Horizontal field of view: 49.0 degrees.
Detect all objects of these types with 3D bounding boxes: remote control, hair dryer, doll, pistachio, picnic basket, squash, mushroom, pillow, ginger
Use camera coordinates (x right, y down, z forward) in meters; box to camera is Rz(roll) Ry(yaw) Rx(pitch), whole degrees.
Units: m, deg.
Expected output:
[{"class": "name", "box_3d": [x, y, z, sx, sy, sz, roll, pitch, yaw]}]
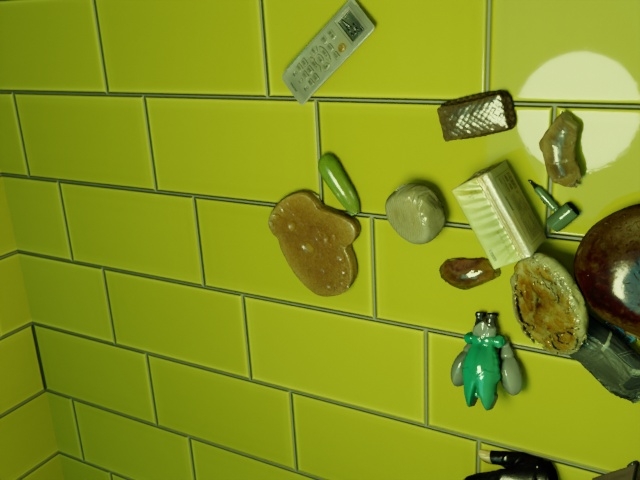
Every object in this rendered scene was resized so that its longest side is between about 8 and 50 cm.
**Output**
[{"class": "remote control", "box_3d": [0.021, -0.511, 1.930, 0.313, 0.055, 0.109, -41, 78, 31]}, {"class": "hair dryer", "box_3d": [0.573, -0.099, 1.759, 0.150, 0.047, 0.071, 53, 124, 17]}, {"class": "doll", "box_3d": [0.470, 0.337, 1.932, 0.195, 0.153, 0.258, 36, 107, 37]}, {"class": "pistachio", "box_3d": [0.403, 0.095, 1.923, 0.173, 0.049, 0.089, -2, 107, 32]}, {"class": "picnic basket", "box_3d": [0.391, -0.312, 1.775, 0.193, 0.055, 0.110, -8, 104, 31]}, {"class": "squash", "box_3d": [0.056, -0.160, 2.032, 0.066, 0.066, 0.201, -27, 96, 36]}, {"class": "mushroom", "box_3d": [0.768, 0.072, 1.596, 0.345, 0.239, 0.345, 1, 104, 6]}, {"class": "pillow", "box_3d": [0.701, 0.281, 1.779, 0.335, 0.092, 0.161, 39, 151, 11]}, {"class": "ginger", "box_3d": [0.581, -0.214, 1.687, 0.095, 0.069, 0.190, -11, 102, 9]}]

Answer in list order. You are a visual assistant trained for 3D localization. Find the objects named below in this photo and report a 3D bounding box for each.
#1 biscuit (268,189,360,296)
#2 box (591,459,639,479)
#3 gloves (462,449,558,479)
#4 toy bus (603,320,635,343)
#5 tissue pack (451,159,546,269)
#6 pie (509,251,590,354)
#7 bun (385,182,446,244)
[{"class": "biscuit", "box_3d": [0.001, -0.001, 2.127, 0.287, 0.057, 0.343, -34, 88, 36]}, {"class": "box", "box_3d": [0.824, 0.748, 1.830, 0.153, 0.188, 0.252, -36, 90, 35]}, {"class": "gloves", "box_3d": [0.539, 0.699, 2.023, 0.301, 0.152, 0.197, -25, 66, 49]}, {"class": "toy bus", "box_3d": [0.756, 0.218, 1.760, 0.083, 0.038, 0.046, 40, 127, 13]}, {"class": "tissue pack", "box_3d": [0.450, -0.068, 1.764, 0.125, 0.159, 0.234, -27, 93, 35]}, {"class": "pie", "box_3d": [0.561, 0.159, 1.744, 0.274, 0.055, 0.274, 51, 152, 42]}, {"class": "bun", "box_3d": [0.265, -0.082, 1.901, 0.167, 0.113, 0.173, 40, 147, 19]}]
